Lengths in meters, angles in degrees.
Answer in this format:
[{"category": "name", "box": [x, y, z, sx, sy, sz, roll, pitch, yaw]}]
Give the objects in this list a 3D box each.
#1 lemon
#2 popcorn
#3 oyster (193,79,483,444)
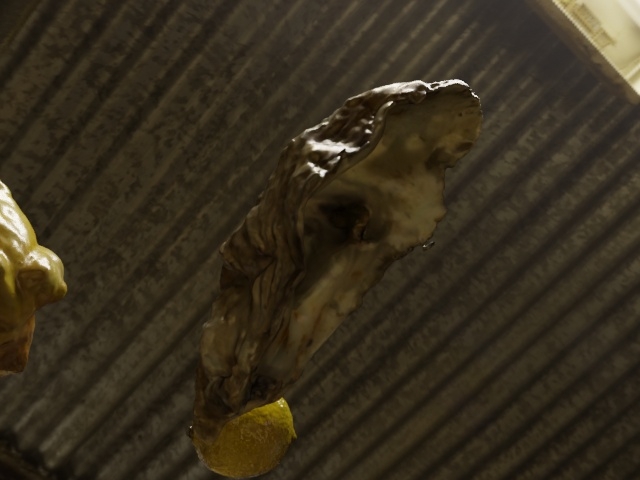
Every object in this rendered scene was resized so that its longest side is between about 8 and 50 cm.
[{"category": "lemon", "box": [-0.091, 0.222, 0.732, 0.133, 0.109, 0.109, 10, -74, -25]}, {"category": "popcorn", "box": [-0.437, 0.059, 0.683, 0.297, 0.281, 0.315, -4, -107, -28]}, {"category": "oyster", "box": [-0.001, -0.001, 0.500, 0.341, 0.110, 0.166, -57, -35, 5]}]
